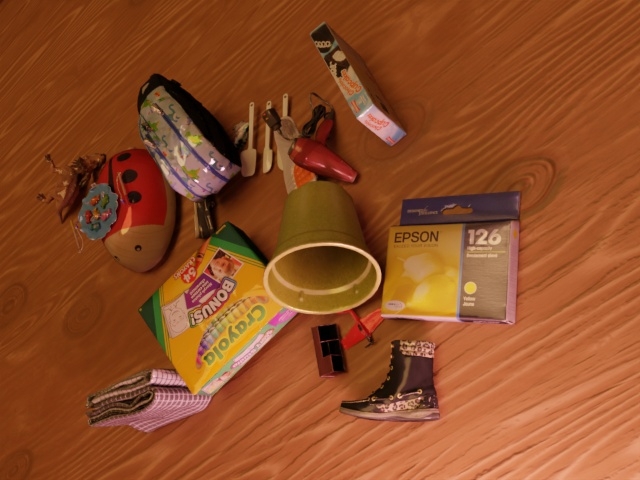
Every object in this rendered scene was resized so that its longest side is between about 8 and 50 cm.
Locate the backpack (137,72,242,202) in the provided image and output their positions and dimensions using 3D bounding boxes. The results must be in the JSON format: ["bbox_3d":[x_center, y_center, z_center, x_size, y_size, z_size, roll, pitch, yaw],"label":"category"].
[{"bbox_3d":[-0.385,-0.284,1.899,0.355,0.290,0.273,35,84,30],"label":"backpack"}]

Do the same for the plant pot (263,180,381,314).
[{"bbox_3d":[0.000,0.000,1.575,0.276,0.276,0.254,-26,44,25],"label":"plant pot"}]

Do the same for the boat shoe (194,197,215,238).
[{"bbox_3d":[-0.358,-0.098,1.977,0.065,0.075,0.206,-1,63,-11],"label":"boat shoe"}]

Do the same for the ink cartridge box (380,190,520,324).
[{"bbox_3d":[0.298,0.034,1.476,0.303,0.072,0.307,-3,76,34],"label":"ink cartridge box"}]

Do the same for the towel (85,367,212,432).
[{"bbox_3d":[-0.476,0.447,1.771,0.283,0.235,0.121,-26,66,25],"label":"towel"}]

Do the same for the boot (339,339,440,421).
[{"bbox_3d":[0.159,0.323,1.471,0.236,0.085,0.178,-6,70,26],"label":"boot"}]

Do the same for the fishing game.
[{"bbox_3d":[-0.705,-0.096,2.011,0.264,0.041,0.189,-35,62,22],"label":"fishing game"}]

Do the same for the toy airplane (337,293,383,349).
[{"bbox_3d":[0.093,0.197,1.587,0.151,0.028,0.151,-11,71,32],"label":"toy airplane"}]

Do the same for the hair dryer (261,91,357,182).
[{"bbox_3d":[0.002,-0.274,1.714,0.293,0.223,0.080,58,150,11],"label":"hair dryer"}]

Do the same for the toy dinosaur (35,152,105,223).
[{"bbox_3d":[-0.918,-0.200,2.342,0.200,0.127,0.296,16,90,29],"label":"toy dinosaur"}]

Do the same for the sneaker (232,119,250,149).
[{"bbox_3d":[-0.256,-0.328,1.981,0.069,0.038,0.098,32,85,38],"label":"sneaker"}]

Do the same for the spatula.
[{"bbox_3d":[-0.162,-0.313,1.904,0.168,0.019,0.242,-6,77,27],"label":"spatula"}]

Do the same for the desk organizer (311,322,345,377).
[{"bbox_3d":[0.020,0.272,1.595,0.050,0.047,0.130,-31,59,40],"label":"desk organizer"}]

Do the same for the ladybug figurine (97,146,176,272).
[{"bbox_3d":[-0.617,-0.118,2.082,0.305,0.162,0.449,-27,62,25],"label":"ladybug figurine"}]

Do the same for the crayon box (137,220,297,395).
[{"bbox_3d":[-0.276,0.184,1.742,0.363,0.106,0.313,-45,62,4],"label":"crayon box"}]

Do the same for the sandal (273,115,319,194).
[{"bbox_3d":[-0.053,-0.221,1.779,0.102,0.076,0.265,-22,76,31],"label":"sandal"}]

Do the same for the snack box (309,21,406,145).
[{"bbox_3d":[0.098,-0.409,1.671,0.060,0.187,0.322,-37,58,20],"label":"snack box"}]
